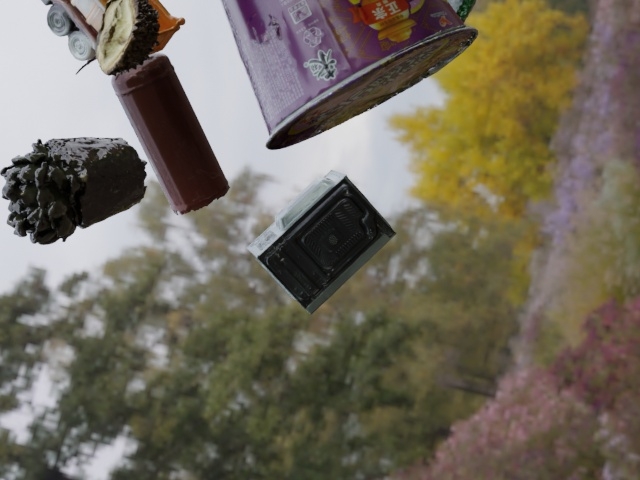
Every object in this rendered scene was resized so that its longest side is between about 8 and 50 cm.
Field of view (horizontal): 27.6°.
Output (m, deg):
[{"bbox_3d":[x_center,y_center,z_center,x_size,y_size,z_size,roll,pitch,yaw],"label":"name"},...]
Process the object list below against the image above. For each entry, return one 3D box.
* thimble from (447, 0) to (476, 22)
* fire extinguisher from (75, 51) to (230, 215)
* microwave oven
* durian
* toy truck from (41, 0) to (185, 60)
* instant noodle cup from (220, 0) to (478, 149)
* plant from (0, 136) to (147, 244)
[{"bbox_3d":[0.193,-0.405,2.082,0.090,0.118,0.130,-122,13,-59],"label":"thimble"},{"bbox_3d":[-0.280,-0.202,2.099,0.106,0.147,0.337,-114,-1,-75],"label":"fire extinguisher"},{"bbox_3d":[0.000,0.000,2.244,0.208,0.162,0.122,-43,15,-4],"label":"microwave oven"},{"bbox_3d":[-0.230,-0.252,1.576,0.052,0.066,0.130,42,-127,-55],"label":"durian"},{"bbox_3d":[-0.318,-0.349,1.745,0.135,0.270,0.114,-46,-8,38],"label":"toy truck"},{"bbox_3d":[0.012,-0.317,1.808,0.266,0.340,0.340,62,-171,4],"label":"instant noodle cup"},{"bbox_3d":[-0.240,-0.053,1.245,0.143,0.092,0.094,-21,-38,-32],"label":"plant"}]
